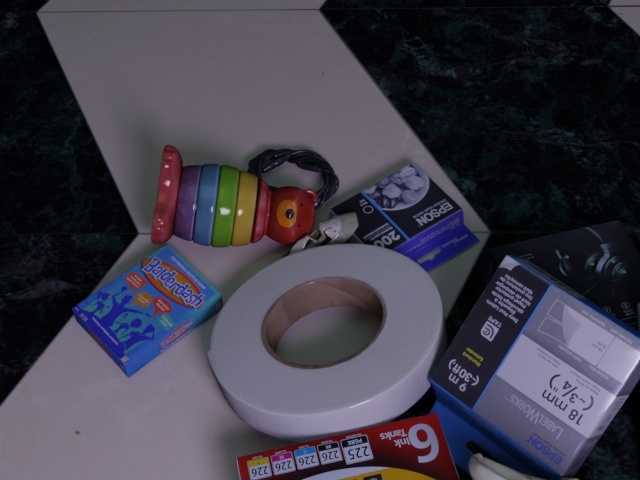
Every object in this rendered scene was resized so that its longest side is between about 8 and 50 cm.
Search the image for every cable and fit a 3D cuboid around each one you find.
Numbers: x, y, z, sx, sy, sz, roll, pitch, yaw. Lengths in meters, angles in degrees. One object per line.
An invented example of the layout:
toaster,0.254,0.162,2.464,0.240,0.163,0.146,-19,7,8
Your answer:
cable,-0.053,-0.121,1.835,0.184,0.047,0.151,4,47,8

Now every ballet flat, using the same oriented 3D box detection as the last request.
ballet flat,0.000,0.000,1.696,0.168,0.052,0.057,-41,49,-5

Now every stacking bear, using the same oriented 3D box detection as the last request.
stacking bear,-0.151,-0.059,1.716,0.289,0.164,0.175,8,83,-6

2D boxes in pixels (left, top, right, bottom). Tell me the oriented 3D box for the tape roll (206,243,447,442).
tape roll,0.010,0.154,1.530,0.392,0.072,0.392,-9,39,7

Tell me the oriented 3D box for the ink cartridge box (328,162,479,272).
ink cartridge box,0.157,-0.030,1.752,0.206,0.045,0.208,-30,58,-20

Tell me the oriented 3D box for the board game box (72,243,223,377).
board game box,-0.301,0.118,1.646,0.210,0.047,0.160,-37,59,-25

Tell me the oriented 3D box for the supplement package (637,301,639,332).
supplement package,0.580,0.232,1.359,0.177,0.175,0.293,-1,87,-4

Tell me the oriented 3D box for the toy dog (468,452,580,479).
toy dog,0.291,0.527,1.140,0.395,0.284,0.408,25,94,43

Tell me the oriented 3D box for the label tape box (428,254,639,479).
label tape box,0.300,0.226,1.385,0.240,0.106,0.334,35,101,26

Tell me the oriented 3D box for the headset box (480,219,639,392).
headset box,0.428,0.117,1.572,0.246,0.131,0.283,-13,52,-8

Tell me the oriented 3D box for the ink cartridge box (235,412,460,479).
ink cartridge box,0.057,0.423,1.344,0.309,0.130,0.272,-12,54,-8
